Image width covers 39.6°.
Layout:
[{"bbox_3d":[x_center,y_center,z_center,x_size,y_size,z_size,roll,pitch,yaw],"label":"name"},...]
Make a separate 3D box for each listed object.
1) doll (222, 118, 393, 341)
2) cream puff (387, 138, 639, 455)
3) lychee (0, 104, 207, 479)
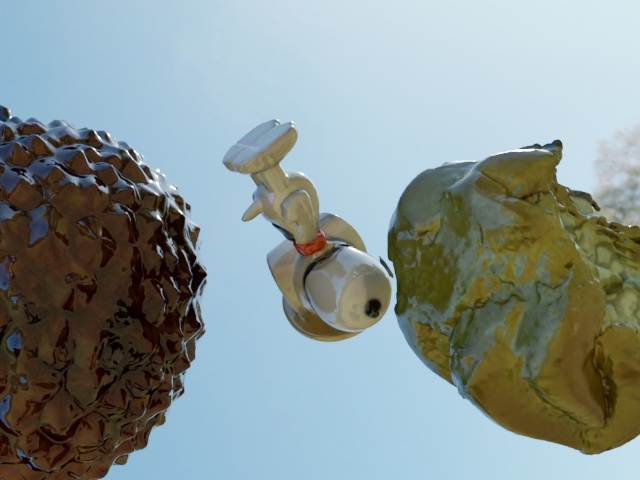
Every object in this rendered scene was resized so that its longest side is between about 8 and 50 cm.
[{"bbox_3d":[-0.012,-0.009,1.031,0.144,0.208,0.271,-37,-81,-14],"label":"doll"},{"bbox_3d":[0.203,0.080,0.908,0.323,0.274,0.270,30,-122,-23],"label":"cream puff"},{"bbox_3d":[-0.338,0.046,1.022,0.424,0.500,0.425,-11,-34,-8],"label":"lychee"}]
